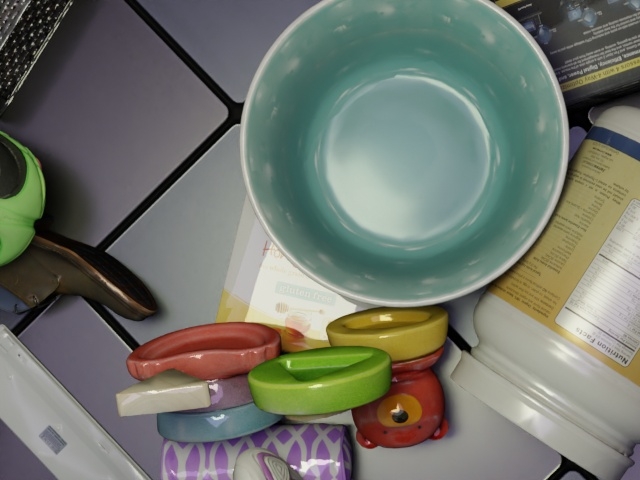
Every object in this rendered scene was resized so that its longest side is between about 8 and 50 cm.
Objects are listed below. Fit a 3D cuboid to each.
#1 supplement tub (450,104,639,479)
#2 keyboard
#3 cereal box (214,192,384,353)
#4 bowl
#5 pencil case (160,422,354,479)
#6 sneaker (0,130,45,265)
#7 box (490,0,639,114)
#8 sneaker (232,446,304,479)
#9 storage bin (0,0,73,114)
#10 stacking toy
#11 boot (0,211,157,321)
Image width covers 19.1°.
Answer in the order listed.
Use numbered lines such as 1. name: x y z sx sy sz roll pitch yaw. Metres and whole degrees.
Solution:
1. supplement tub: 0.289 0.054 1.837 0.228 0.228 0.316 33 91 8
2. keyboard: -0.274 0.203 2.005 0.256 0.014 0.072 45 97 8
3. cereal box: 0.000 0.000 1.965 0.173 0.047 0.240 12 88 6
4. bowl: 0.081 -0.086 1.859 0.311 0.163 0.312 0 85 3
5. pencil case: -0.062 0.233 1.944 0.206 0.088 0.086 -1 49 7
6. sneaker: -0.510 -0.109 1.939 0.482 0.202 0.185 15 88 21
7. box: 0.335 -0.322 1.845 0.395 0.097 0.318 -19 82 32
8. sneaker: -0.049 0.351 1.882 0.152 0.114 0.305 -13 109 14
9. storage bin: -0.338 -0.229 1.984 0.084 0.122 0.180 33 90 7
10. stacking toy: -0.035 0.163 1.811 0.309 0.279 0.130 -5 101 14
11. boot: -0.276 0.048 1.989 0.219 0.082 0.106 34 101 17
